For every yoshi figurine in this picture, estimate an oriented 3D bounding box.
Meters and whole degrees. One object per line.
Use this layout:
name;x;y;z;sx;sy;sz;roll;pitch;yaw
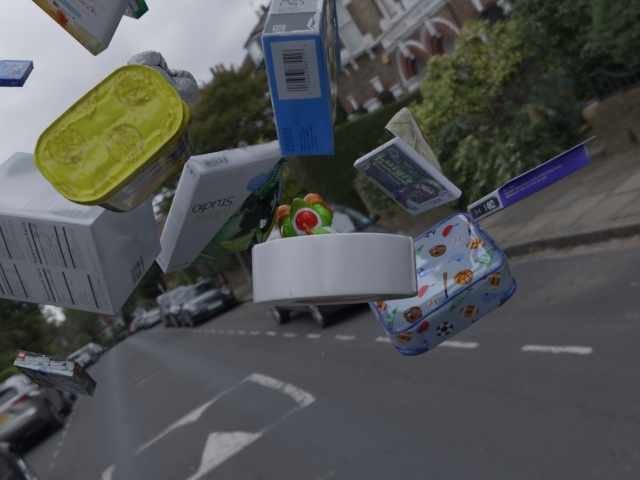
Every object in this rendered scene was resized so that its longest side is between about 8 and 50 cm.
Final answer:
yoshi figurine;0.003;0.025;1.762;0.203;0.203;0.362;-68;23;19

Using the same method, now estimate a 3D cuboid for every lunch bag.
lunch bag;0.243;0.082;1.414;0.303;0.115;0.243;-32;36;2

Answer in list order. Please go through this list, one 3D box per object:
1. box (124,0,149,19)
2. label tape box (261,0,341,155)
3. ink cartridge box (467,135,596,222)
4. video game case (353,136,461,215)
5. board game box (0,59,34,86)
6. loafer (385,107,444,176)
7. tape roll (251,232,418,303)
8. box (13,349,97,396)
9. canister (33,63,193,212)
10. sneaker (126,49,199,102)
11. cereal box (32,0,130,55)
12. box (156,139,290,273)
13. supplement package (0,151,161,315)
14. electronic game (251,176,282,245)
box;-0.465;-0.552;1.470;0.043;0.179;0.105;-51;-32;-23
label tape box;-0.026;-0.352;1.290;0.106;0.240;0.333;-2;41;6
ink cartridge box;0.412;-0.114;1.317;0.206;0.045;0.208;-27;-6;-12
video game case;0.188;-0.136;1.484;0.022;0.190;0.173;-59;17;-25
board game box;-0.618;-0.327;1.319;0.090;0.020;0.090;-1;37;-6
loafer;0.262;-0.232;1.851;0.092;0.268;0.102;-28;-16;9
tape roll;0.024;0.055;1.166;0.286;0.100;0.286;-3;-9;0
box;-0.426;0.217;1.096;0.137;0.094;0.027;100;180;-64
canister;-0.178;-0.083;0.622;0.126;0.073;0.170;-43;3;-6
sneaker;-0.398;-0.391;1.759;0.110;0.118;0.292;-22;-7;14
cereal box;-0.425;-0.471;1.214;0.240;0.173;0.047;-39;12;48
box;-0.217;-0.070;1.473;0.232;0.058;0.322;-18;-28;-38
supplement package;-0.459;-0.018;1.209;0.263;0.198;0.199;7;37;12
electronic game;-0.138;-0.098;1.732;0.048;0.229;0.229;13;13;9
